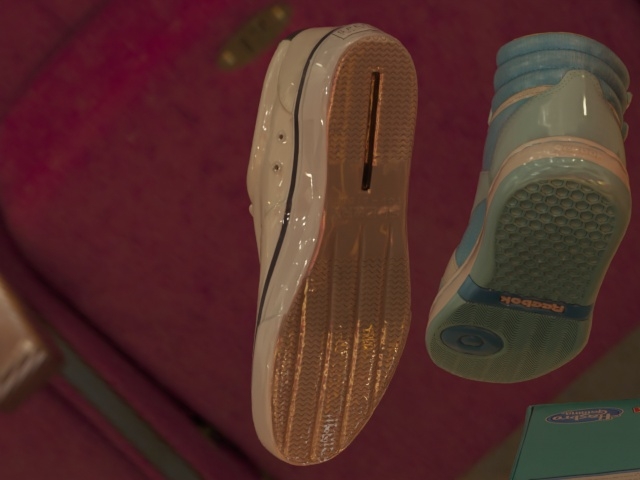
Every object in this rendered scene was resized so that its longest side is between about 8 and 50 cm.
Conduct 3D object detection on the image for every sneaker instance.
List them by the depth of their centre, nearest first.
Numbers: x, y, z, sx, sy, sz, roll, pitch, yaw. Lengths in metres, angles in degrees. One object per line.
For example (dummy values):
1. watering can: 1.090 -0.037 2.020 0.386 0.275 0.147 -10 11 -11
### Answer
1. sneaker: 0.000 0.000 1.094 0.091 0.094 0.258 21 103 58
2. sneaker: 0.170 -0.035 1.469 0.127 0.319 0.208 14 55 -7

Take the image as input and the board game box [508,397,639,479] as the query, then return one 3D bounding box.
1. board game box: 0.196 0.146 0.753 0.253 0.336 0.079 -5 103 13
